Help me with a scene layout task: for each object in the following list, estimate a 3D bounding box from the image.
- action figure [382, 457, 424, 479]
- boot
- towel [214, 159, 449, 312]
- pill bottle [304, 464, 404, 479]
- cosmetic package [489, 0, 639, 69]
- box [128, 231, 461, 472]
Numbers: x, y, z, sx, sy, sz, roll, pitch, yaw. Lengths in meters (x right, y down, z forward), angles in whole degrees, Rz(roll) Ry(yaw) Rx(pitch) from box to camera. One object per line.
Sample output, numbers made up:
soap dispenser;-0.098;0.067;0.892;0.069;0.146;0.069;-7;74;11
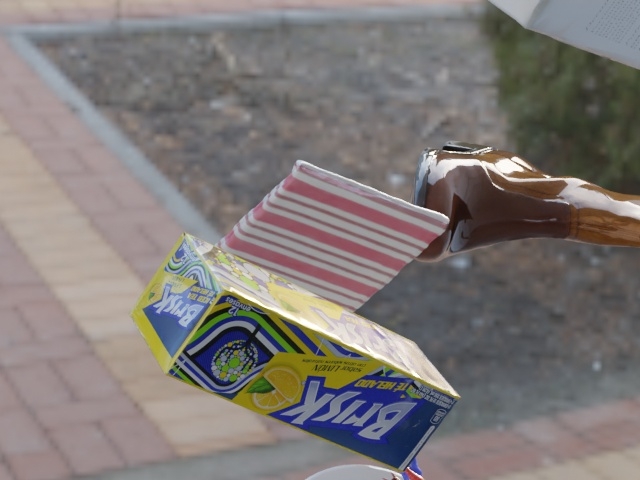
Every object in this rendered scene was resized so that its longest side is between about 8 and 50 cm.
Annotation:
action figure;0.062;0.162;1.306;0.030;0.038;0.115;-17;62;-14
boot;0.225;-0.008;1.712;0.280;0.096;0.264;15;11;13
towel;0.000;0.000;1.594;0.144;0.197;0.029;20;55;-21
pill bottle;-0.018;0.328;1.602;0.210;0.210;0.363;-6;-21;-23
cosmetic package;0.104;-0.144;0.828;0.117;0.085;0.231;41;16;19
box;-0.011;0.060;0.953;0.169;0.054;0.059;26;16;-37
